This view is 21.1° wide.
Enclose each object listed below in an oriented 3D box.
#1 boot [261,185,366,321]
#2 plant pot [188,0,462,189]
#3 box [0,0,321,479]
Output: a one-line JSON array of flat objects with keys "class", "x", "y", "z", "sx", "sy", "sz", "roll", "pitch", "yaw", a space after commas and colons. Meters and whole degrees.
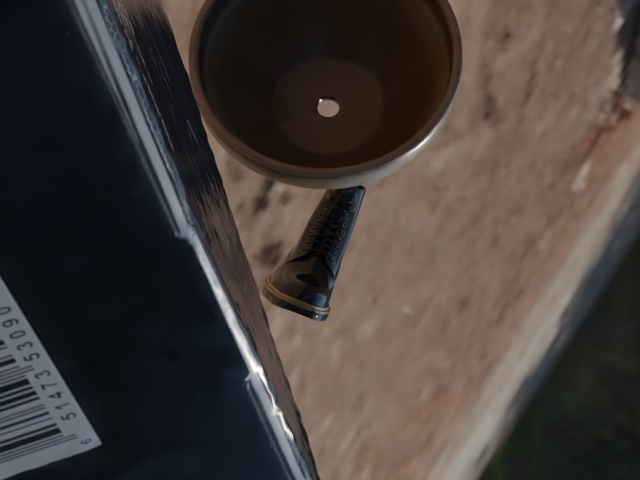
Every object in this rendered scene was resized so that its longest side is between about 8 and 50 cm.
[{"class": "boot", "x": 0.000, "y": 0.000, "z": 1.819, "sx": 0.198, "sy": 0.077, "sz": 0.137, "roll": -88, "pitch": -158, "yaw": -76}, {"class": "plant pot", "x": 0.005, "y": -0.139, "z": 1.513, "sx": 0.237, "sy": 0.237, "sz": 0.110, "roll": -56, "pitch": 166, "yaw": -20}, {"class": "box", "x": -0.232, "y": -0.091, "z": 0.950, "sx": 0.297, "sy": 0.472, "sz": 0.480, "roll": -19, "pitch": 140, "yaw": 1}]
